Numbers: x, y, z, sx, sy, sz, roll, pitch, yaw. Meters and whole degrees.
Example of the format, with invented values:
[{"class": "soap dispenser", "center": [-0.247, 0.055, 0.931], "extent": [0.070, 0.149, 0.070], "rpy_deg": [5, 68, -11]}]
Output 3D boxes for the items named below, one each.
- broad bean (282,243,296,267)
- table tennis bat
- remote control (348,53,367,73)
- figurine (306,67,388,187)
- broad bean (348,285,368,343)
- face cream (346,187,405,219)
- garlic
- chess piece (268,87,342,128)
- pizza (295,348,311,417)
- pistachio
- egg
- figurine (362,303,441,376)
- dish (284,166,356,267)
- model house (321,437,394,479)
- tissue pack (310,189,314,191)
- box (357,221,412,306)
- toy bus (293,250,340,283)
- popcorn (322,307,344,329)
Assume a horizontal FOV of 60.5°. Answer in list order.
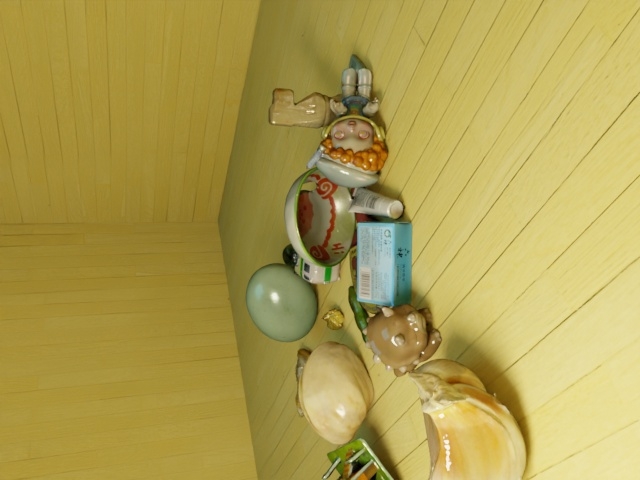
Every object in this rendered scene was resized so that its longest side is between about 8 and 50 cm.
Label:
[{"class": "broad bean", "center": [-0.092, 0.091, 2.383], "extent": [0.206, 0.072, 0.153], "rpy_deg": [42, 134, 48]}, {"class": "table tennis bat", "center": [0.154, 0.027, 1.730], "extent": [0.268, 0.051, 0.415], "rpy_deg": [143, 121, -63]}, {"class": "remote control", "center": [0.123, -0.572, 1.820], "extent": [0.124, 0.017, 0.053], "rpy_deg": [-115, 32, -47]}, {"class": "figurine", "center": [0.119, -0.339, 1.699], "extent": [0.205, 0.224, 0.382], "rpy_deg": [82, -154, -75]}, {"class": "broad bean", "center": [0.135, 0.252, 1.789], "extent": [0.065, 0.046, 0.255], "rpy_deg": [98, 158, -50]}, {"class": "face cream", "center": [0.156, -0.109, 1.642], "extent": [0.243, 0.058, 0.092], "rpy_deg": [24, 93, 59]}, {"class": "garlic", "center": [0.289, 0.409, 1.157], "extent": [0.286, 0.249, 0.313], "rpy_deg": [5, 116, 54]}, {"class": "chess piece", "center": [-0.025, -0.430, 1.826], "extent": [0.137, 0.300, 0.137], "rpy_deg": [178, 90, -72]}, {"class": "pizza", "center": [-0.074, 0.606, 2.337], "extent": [0.189, 0.071, 0.297], "rpy_deg": [-136, 48, -61]}, {"class": "pistachio", "center": [0.049, 0.490, 1.765], "extent": [0.229, 0.237, 0.321], "rpy_deg": [121, 151, -46]}, {"class": "egg", "center": [-0.152, 0.249, 2.192], "extent": [0.389, 0.276, 0.276], "rpy_deg": [68, -179, -48]}, {"class": "figurine", "center": [0.194, 0.265, 1.450], "extent": [0.247, 0.172, 0.177], "rpy_deg": [135, 130, -62]}, {"class": "dish", "center": [-0.024, -0.074, 1.783], "extent": [0.124, 0.324, 0.324], "rpy_deg": [-3, 88, 37]}, {"class": "model house", "center": [0.032, 0.790, 1.622], "extent": [0.242, 0.312, 0.358], "rpy_deg": [54, 149, 11]}, {"class": "tissue pack", "center": [-0.018, -0.157, 2.197], "extent": [0.083, 0.035, 0.063], "rpy_deg": [-122, 37, -52]}, {"class": "box", "center": [0.180, 0.063, 1.551], "extent": [0.142, 0.083, 0.232], "rpy_deg": [3, 93, 50]}, {"class": "toy bus", "center": [0.000, 0.000, 2.005], "extent": [0.179, 0.143, 0.306], "rpy_deg": [-142, 54, -61]}, {"class": "popcorn", "center": [0.041, 0.287, 2.000], "extent": [0.084, 0.084, 0.084], "rpy_deg": [179, 90, -70]}]
